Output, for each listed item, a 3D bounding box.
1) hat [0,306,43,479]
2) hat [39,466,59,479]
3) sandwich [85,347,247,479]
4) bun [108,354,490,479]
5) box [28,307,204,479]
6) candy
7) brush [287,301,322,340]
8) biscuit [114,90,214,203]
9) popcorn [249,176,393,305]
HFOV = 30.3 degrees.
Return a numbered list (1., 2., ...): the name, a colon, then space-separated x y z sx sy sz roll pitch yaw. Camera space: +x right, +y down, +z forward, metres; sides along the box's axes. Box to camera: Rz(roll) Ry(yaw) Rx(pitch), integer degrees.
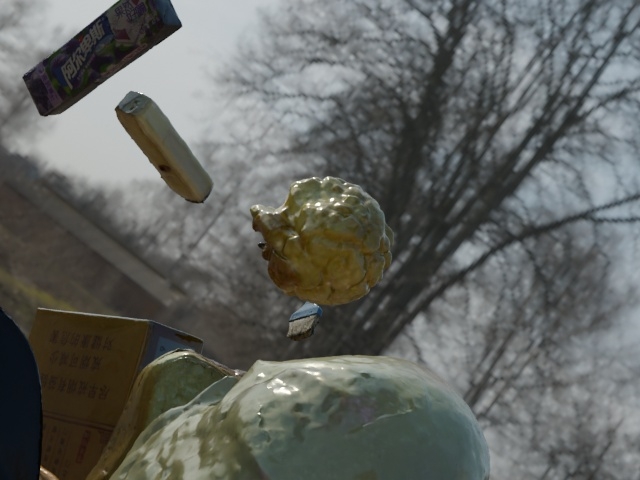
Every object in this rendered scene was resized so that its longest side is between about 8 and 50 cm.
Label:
1. hat: -0.266 0.188 0.699 0.238 0.209 0.336 75 2 -76
2. hat: -0.362 0.327 1.310 0.233 0.244 0.233 9 -8 11
3. sandwich: -0.122 0.254 1.242 0.226 0.251 0.087 27 -4 -12
4. bun: -0.047 0.214 0.952 0.213 0.361 0.361 56 -5 9
5. box: -0.334 0.310 1.622 0.264 0.415 0.115 2 -17 40
6. candy: -0.362 -0.311 1.943 0.088 0.312 0.061 62 29 3
7. brush: -0.008 0.076 1.655 0.051 0.164 0.014 -17 -55 34
8. biscuit: -0.211 -0.126 1.633 0.056 0.052 0.188 22 -24 44
9. popcorn: 0.000 0.000 1.455 0.180 0.170 0.180 41 31 -31
